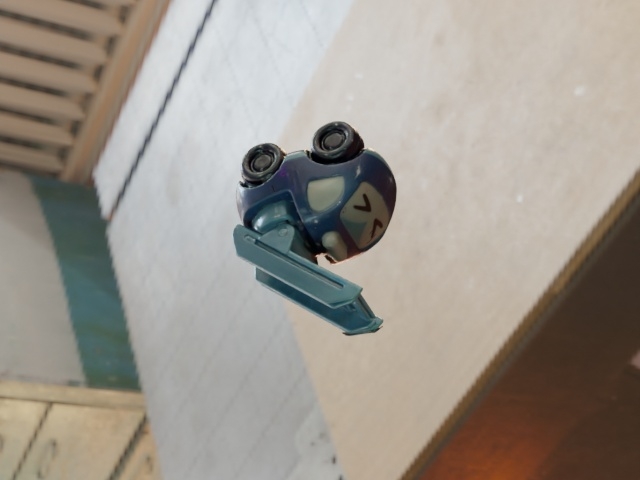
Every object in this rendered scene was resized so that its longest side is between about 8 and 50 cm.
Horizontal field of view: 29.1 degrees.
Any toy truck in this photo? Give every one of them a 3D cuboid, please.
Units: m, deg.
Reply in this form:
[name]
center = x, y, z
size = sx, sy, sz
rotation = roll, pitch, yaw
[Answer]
[toy truck]
center = 0.000, 0.000, 0.544
size = 0.073, 0.056, 0.090
rotation = -16, 54, 15
